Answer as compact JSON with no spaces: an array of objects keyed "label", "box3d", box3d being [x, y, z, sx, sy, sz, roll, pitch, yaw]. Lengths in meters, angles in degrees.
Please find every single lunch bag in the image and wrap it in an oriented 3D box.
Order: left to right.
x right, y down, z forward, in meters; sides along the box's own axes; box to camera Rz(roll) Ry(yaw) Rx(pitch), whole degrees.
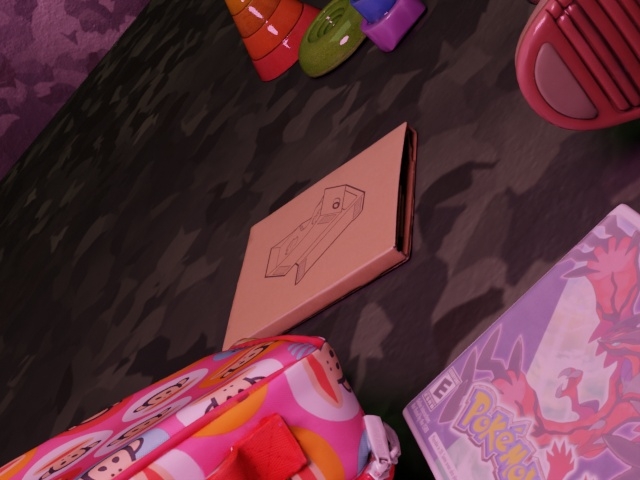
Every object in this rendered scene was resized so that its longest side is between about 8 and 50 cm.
[{"label":"lunch bag","box3d":[-0.106,0.160,0.523,0.293,0.120,0.258,-32,2,-25]}]

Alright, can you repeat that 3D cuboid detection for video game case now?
[{"label":"video game case","box3d":[0.138,0.084,0.478,0.183,0.023,0.201,-45,24,8]}]

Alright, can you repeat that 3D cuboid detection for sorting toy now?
[{"label":"sorting toy","box3d":[-0.024,-0.275,1.101,0.127,0.126,0.365,-55,25,-10]}]

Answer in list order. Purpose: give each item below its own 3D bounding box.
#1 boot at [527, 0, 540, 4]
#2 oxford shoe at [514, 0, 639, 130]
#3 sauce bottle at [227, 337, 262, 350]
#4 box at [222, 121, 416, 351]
[{"label":"boot","box3d":[0.253,-0.245,0.710,0.106,0.082,0.219,23,65,38]},{"label":"oxford shoe","box3d":[0.247,-0.201,0.589,0.348,0.123,0.130,-40,24,-2]},{"label":"sauce bottle","box3d":[-0.029,0.099,0.716,0.128,0.042,0.042,3,58,59]},{"label":"box","box3d":[0.000,0.000,0.822,0.201,0.021,0.164,-34,31,33]}]
